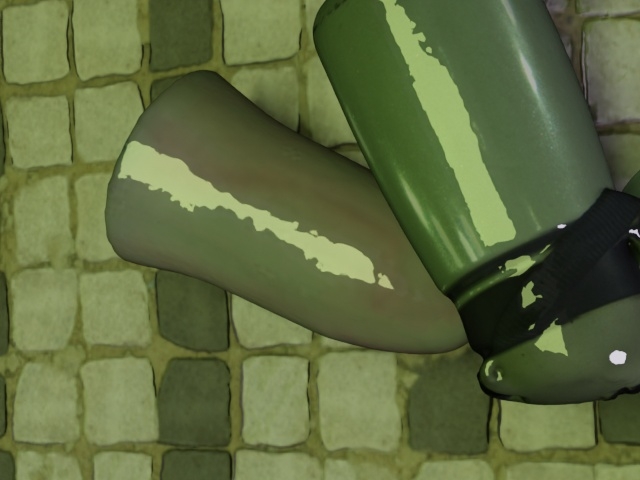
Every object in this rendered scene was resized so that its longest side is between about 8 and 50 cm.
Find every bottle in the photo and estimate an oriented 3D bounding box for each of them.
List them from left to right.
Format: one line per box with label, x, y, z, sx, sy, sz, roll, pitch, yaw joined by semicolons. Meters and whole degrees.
bottle;0.131;-0.040;1.251;0.168;0.168;0.347;-30;77;28

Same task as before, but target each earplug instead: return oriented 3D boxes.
earplug;0.000;0.000;1.381;0.301;0.172;0.172;26;103;22

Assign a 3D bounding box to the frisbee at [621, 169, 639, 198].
frisbee;0.259;-0.015;1.274;0.110;0.014;0.110;-17;62;35
